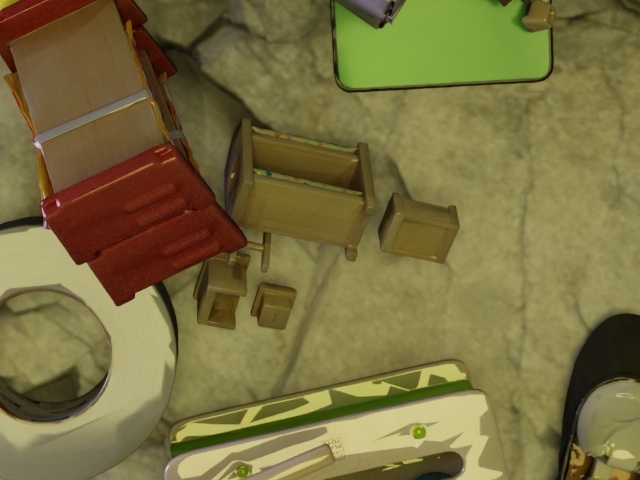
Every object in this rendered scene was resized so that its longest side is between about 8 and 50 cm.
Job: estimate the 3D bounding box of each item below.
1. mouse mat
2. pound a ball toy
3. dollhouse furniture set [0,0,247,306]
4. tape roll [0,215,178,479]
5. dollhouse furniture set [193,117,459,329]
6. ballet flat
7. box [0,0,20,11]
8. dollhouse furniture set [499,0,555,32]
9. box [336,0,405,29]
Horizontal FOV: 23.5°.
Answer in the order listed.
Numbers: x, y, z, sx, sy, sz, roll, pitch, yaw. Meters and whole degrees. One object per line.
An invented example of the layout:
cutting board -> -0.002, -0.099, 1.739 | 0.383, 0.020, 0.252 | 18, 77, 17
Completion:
mouse mat -> 0.102, -0.205, 1.299 | 0.189, 0.007, 0.153 | -3, 98, -2
pound a ball toy -> -0.007, 0.212, 1.250 | 0.319, 0.208, 0.136 | -13, 99, -2
dollhouse furniture set -> -0.274, -0.032, 1.186 | 0.374, 0.152, 0.201 | -23, 59, 4
tape roll -> -0.229, 0.091, 1.287 | 0.219, 0.072, 0.219 | 0, 97, -4
dollhouse furniture set -> 0.000, 0.000, 1.299 | 0.182, 0.101, 0.161 | 12, 127, -13
ballet flat -> 0.249, 0.205, 1.322 | 0.095, 0.096, 0.280 | 11, 97, -5
box -> -0.220, -0.240, 1.233 | 0.232, 0.087, 0.058 | -39, 99, 1
dollhouse furniture set -> 0.155, -0.245, 1.288 | 0.081, 0.091, 0.114 | 7, 72, 35
box -> 0.072, -0.288, 1.150 | 0.127, 0.262, 0.231 | 38, 94, -3
